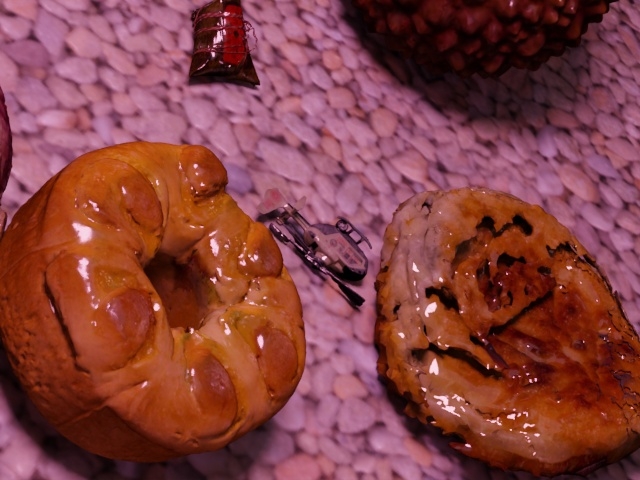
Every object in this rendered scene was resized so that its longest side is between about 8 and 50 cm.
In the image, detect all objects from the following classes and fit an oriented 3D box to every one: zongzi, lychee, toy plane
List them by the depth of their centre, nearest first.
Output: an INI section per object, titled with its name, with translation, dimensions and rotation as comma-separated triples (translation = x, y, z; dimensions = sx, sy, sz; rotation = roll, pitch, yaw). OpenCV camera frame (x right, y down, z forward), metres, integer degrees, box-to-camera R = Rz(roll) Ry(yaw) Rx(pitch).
[toy plane]
translation = 0.000, 0.000, 1.234
dimensions = 0.120, 0.031, 0.049
rotation = 45, 52, -5
[zongzi]
translation = -0.077, -0.160, 1.292
dimensions = 0.073, 0.067, 0.083
rotation = 25, 64, -35
[lychee]
translation = 0.149, -0.310, 1.402
dimensions = 0.306, 0.306, 0.330
rotation = 27, 74, -19

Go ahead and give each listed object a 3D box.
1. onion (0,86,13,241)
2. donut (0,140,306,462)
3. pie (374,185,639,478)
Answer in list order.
[onion]
translation = -0.346, -0.082, 0.942
dimensions = 0.348, 0.159, 0.267
rotation = 26, 44, -21
[donut]
translation = -0.115, 0.042, 1.029
dimensions = 0.226, 0.114, 0.227
rotation = 29, 49, -38
[pie]
translation = 0.164, 0.070, 1.264
dimensions = 0.308, 0.085, 0.308
rotation = 19, 49, -24
